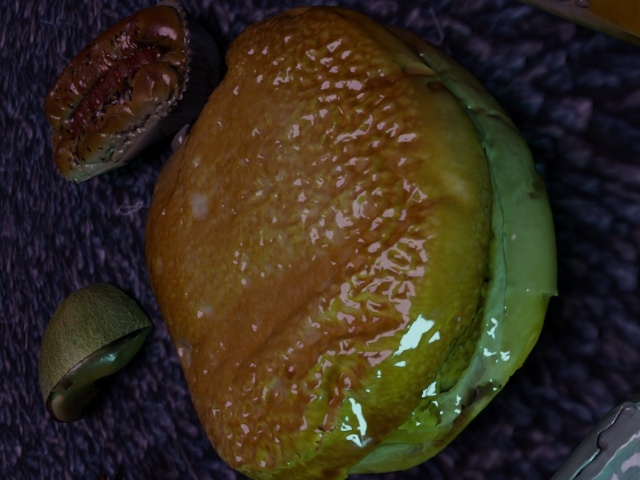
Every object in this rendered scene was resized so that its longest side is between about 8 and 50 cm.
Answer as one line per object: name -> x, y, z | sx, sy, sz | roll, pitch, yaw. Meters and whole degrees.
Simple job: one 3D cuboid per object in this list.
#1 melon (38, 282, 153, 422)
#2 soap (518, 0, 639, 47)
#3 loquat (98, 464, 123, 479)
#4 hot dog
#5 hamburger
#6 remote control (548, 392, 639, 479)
melon -> -0.256, 0.110, 0.852 | 0.160, 0.079, 0.128 | -51, 55, 28
soap -> 0.192, -0.206, 0.343 | 0.281, 0.143, 0.259 | -131, 37, -51
loquat -> -0.209, 0.315, 0.717 | 0.187, 0.176, 0.234 | 14, 73, 5
hot dog -> -0.203, -0.150, 0.835 | 0.268, 0.075, 0.144 | -26, 70, 42
hamburger -> 0.000, 0.000, 0.551 | 0.290, 0.170, 0.314 | -47, 54, 26
remote control -> 0.152, 0.190, 0.462 | 0.104, 0.052, 0.247 | 43, 113, 34
